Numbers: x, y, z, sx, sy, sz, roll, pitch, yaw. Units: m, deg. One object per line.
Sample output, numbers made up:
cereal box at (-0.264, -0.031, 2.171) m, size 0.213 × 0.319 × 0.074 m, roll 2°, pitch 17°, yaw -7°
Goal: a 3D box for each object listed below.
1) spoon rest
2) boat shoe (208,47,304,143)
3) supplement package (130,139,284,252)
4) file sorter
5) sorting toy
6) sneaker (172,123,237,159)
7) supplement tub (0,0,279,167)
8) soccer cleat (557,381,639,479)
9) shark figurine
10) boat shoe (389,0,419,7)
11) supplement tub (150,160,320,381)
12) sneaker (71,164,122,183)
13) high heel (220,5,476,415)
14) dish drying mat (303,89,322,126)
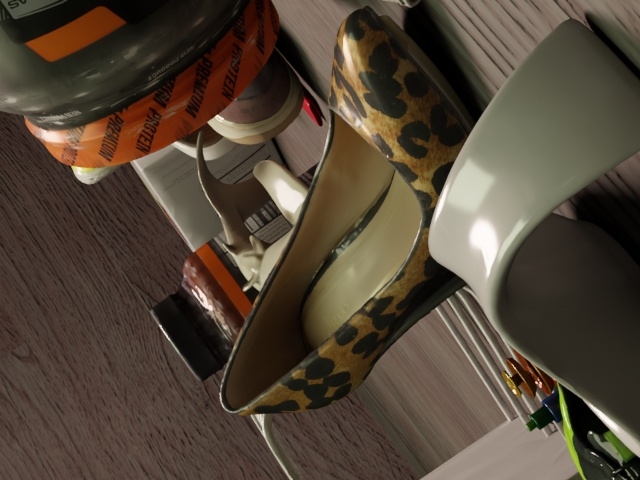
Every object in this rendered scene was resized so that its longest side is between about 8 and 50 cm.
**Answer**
spoon rest at (0.095, 0.016, 0.653) m, size 0.137 × 0.084 × 0.276 m, roll 52°, pitch 174°, yaw 26°
boat shoe at (-0.120, -0.192, 1.209) m, size 0.285 × 0.103 × 0.092 m, roll 48°, pitch 167°, yaw 25°
supplement package at (-0.130, -0.097, 1.671) m, size 0.139 × 0.134 × 0.244 m, roll 52°, pitch 174°, yaw 29°
file sorter at (0.061, 0.134, 1.139) m, size 0.173 × 0.193 × 0.277 m, roll 57°, pitch 175°, yaw -1°
sorting toy at (0.145, 0.101, 0.965) m, size 0.102 × 0.042 × 0.061 m, roll 53°, pitch 175°, yaw 13°
sneaker at (-0.125, -0.170, 1.456) m, size 0.123 × 0.106 × 0.290 m, roll 40°, pitch -166°, yaw -53°
supplement tub at (-0.169, -0.215, 0.856) m, size 0.338 × 0.207 × 0.207 m, roll 57°, pitch 174°, yaw -34°
soccer cleat at (0.174, 0.132, 0.824) m, size 0.072 × 0.060 × 0.179 m, roll 60°, pitch 175°, yaw -38°
shark figurine at (0.002, 0.002, 1.083) m, size 0.278 × 0.116 × 0.166 m, roll 176°, pitch 96°, yaw -65°
boat shoe at (0.033, -0.121, 0.642) m, size 0.035 × 0.035 × 0.100 m, roll 26°, pitch 166°, yaw 8°
supplement tub at (-0.033, 0.026, 1.230) m, size 0.106 × 0.198 × 0.106 m, roll 53°, pitch 175°, yaw 6°
sneaker at (-0.186, -0.123, 1.283) m, size 0.126 × 0.091 × 0.240 m, roll 53°, pitch 164°, yaw -5°
high heel at (0.000, 0.000, 0.823) m, size 0.093 × 0.186 × 0.261 m, roll 51°, pitch 174°, yaw 33°
dish drying mat at (-0.024, -0.124, 1.244) m, size 0.083 × 0.008 × 0.032 m, roll 50°, pitch 174°, yaw 35°
